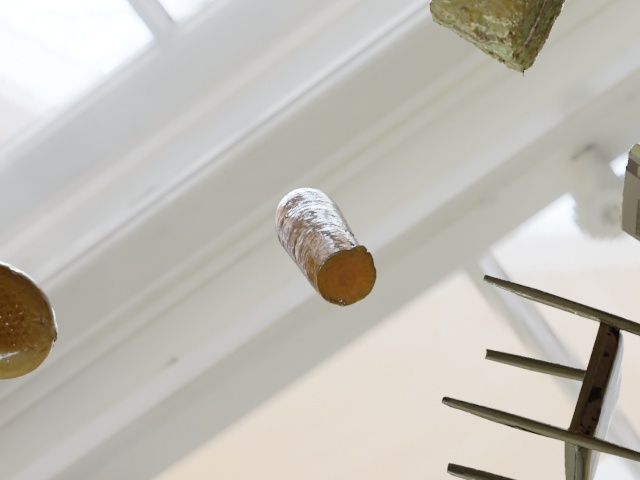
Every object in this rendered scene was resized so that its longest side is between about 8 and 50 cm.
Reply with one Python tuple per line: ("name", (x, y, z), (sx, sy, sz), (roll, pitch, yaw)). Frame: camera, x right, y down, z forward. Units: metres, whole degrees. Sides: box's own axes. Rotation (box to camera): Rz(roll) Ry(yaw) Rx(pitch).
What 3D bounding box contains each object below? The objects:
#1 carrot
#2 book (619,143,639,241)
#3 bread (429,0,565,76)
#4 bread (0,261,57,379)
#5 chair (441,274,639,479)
("carrot", (0.000, 0.000, 1.739), (0.067, 0.067, 0.225), (51, -179, -19))
("book", (0.279, 0.011, 1.270), (0.181, 0.014, 0.127), (35, 164, 20))
("bread", (0.206, -0.295, 2.048), (0.138, 0.196, 0.102), (35, -168, 36))
("bread", (-0.337, 0.067, 1.770), (0.189, 0.114, 0.077), (19, 170, -1))
("chair", (0.279, 0.175, 1.968), (0.166, 0.272, 0.188), (81, -153, -54))
